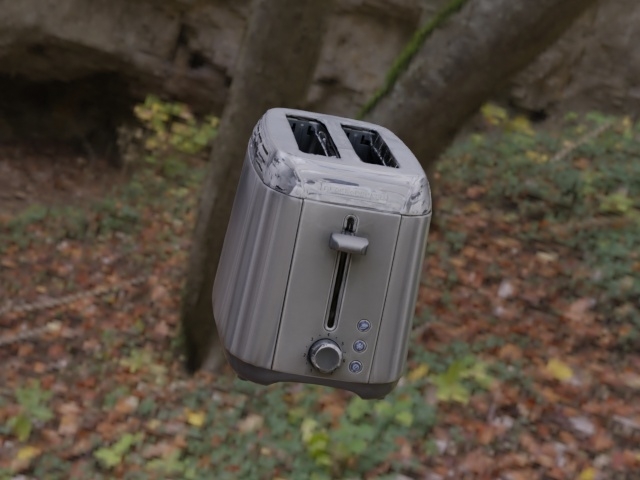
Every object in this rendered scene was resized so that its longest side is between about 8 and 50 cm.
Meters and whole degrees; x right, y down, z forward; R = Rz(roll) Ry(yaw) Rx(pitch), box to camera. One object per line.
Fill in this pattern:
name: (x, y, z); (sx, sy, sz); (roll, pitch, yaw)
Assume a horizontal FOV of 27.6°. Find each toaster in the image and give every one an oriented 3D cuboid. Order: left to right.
toaster: (0.000, 0.000, 0.888); (0.129, 0.146, 0.227); (10, 17, -9)
